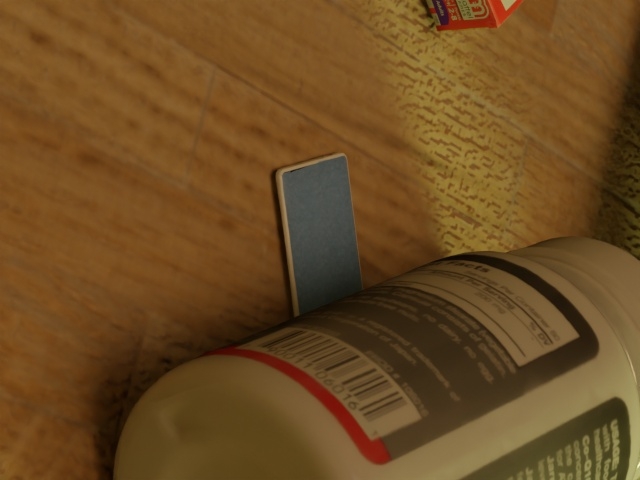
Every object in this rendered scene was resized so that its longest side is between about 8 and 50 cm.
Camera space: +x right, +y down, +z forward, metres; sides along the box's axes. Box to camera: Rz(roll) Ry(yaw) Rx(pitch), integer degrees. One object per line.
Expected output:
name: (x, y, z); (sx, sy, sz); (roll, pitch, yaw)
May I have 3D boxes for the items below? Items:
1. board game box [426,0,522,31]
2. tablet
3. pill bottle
board game box: (0.103, -0.227, 1.101); (0.193, 0.045, 0.147); (-48, 124, -36)
tablet: (0.000, 0.000, 1.021); (0.054, 0.006, 0.083); (-18, 105, -47)
pill bottle: (0.052, 0.097, 0.966); (0.283, 0.161, 0.161); (-20, 105, -46)
